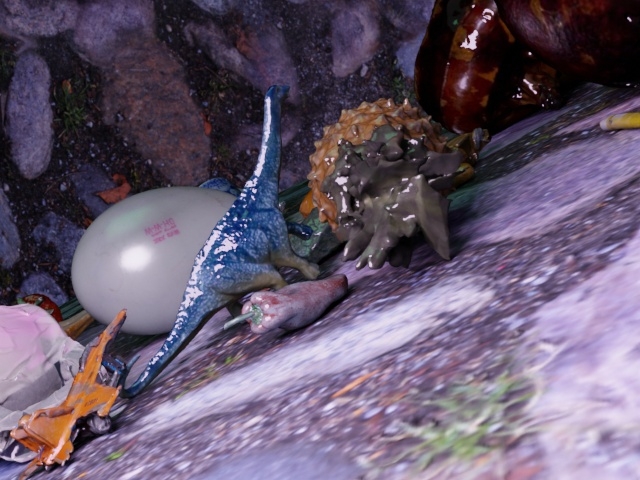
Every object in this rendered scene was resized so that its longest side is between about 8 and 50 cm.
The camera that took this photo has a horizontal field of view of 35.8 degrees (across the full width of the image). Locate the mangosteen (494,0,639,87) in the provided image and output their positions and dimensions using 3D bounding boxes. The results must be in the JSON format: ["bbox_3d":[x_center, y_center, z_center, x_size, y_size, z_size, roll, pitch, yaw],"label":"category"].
[{"bbox_3d":[0.386,-0.371,1.225,0.381,0.381,0.421,-26,-7,14],"label":"mangosteen"}]

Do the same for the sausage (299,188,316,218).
[{"bbox_3d":[0.077,-0.085,1.421,0.238,0.098,0.098,-33,8,-24],"label":"sausage"}]

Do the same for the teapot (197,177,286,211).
[{"bbox_3d":[-0.174,-0.018,1.805,0.232,0.159,0.159,-45,13,-25],"label":"teapot"}]

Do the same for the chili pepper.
[{"bbox_3d":[-0.021,0.059,0.896,0.050,0.041,0.153,6,11,41],"label":"chili pepper"}]

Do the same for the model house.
[{"bbox_3d":[0.000,0.000,1.254,0.083,0.066,0.079,-48,23,-17],"label":"model house"}]

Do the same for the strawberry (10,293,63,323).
[{"bbox_3d":[-0.569,0.182,1.979,0.131,0.148,0.131,-7,47,7],"label":"strawberry"}]

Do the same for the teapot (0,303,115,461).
[{"bbox_3d":[-0.331,0.136,1.033,0.221,0.163,0.178,-20,5,43],"label":"teapot"}]

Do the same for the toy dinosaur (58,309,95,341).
[{"bbox_3d":[-0.436,0.161,1.593,0.393,0.092,0.205,-27,6,-4],"label":"toy dinosaur"}]

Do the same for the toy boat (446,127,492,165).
[{"bbox_3d":[0.198,-0.120,1.388,0.049,0.047,0.149,-6,21,37],"label":"toy boat"}]

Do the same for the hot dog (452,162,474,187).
[{"bbox_3d":[0.136,-0.064,1.285,0.137,0.028,0.044,-24,14,18],"label":"hot dog"}]

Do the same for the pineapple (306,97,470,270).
[{"bbox_3d":[0.059,-0.051,0.961,0.169,0.169,0.340,-27,9,9],"label":"pineapple"}]

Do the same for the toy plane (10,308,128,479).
[{"bbox_3d":[-0.209,0.137,0.902,0.135,0.062,0.188,-27,19,36],"label":"toy plane"}]

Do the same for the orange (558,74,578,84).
[{"bbox_3d":[0.423,-0.393,1.822,0.240,0.240,0.240,-27,6,3],"label":"orange"}]

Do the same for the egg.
[{"bbox_3d":[-0.195,0.021,1.291,0.264,0.183,0.183,-23,3,-30],"label":"egg"}]

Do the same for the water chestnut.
[{"bbox_3d":[0.299,-0.299,1.618,0.300,0.300,0.300,-27,6,3],"label":"water chestnut"}]

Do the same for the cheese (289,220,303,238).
[{"bbox_3d":[-0.069,-0.001,1.533,0.255,0.050,0.127,-30,6,-17],"label":"cheese"}]

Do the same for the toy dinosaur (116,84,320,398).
[{"bbox_3d":[-0.083,0.020,1.036,0.076,0.147,0.363,15,72,53],"label":"toy dinosaur"}]

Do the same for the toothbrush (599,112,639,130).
[{"bbox_3d":[0.316,-0.117,0.954,0.021,0.024,0.288,-29,6,2],"label":"toothbrush"}]
